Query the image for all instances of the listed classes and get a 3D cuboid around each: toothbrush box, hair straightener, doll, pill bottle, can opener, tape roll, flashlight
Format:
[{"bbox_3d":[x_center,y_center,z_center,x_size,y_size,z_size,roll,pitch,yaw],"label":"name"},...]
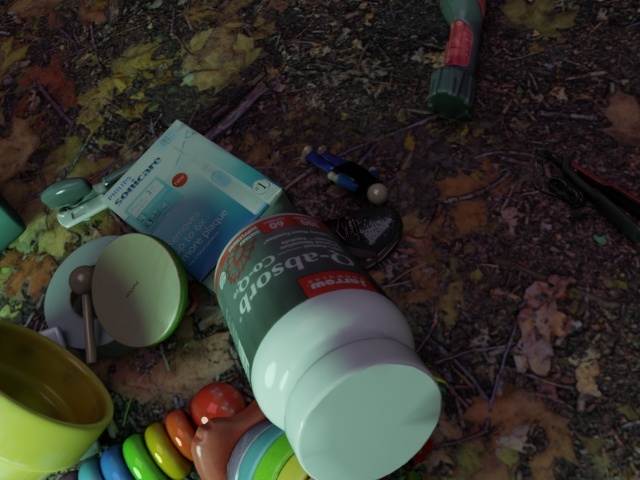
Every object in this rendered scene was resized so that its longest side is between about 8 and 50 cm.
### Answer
[{"bbox_3d":[-0.219,-0.058,1.107,0.296,0.126,0.216,35,77,29],"label":"toothbrush box"},{"bbox_3d":[0.428,-0.074,0.972,0.089,0.047,0.230,-39,60,-6],"label":"hair straightener"},{"bbox_3d":[0.052,-0.120,1.079,0.189,0.129,0.046,37,122,38],"label":"doll"},{"bbox_3d":[-0.005,0.122,0.787,0.210,0.210,0.363,-35,33,-3],"label":"pill bottle"},{"bbox_3d":[-0.421,-0.114,1.219,0.281,0.093,0.074,-26,59,-3],"label":"can opener"},{"bbox_3d":[-0.391,0.103,1.105,0.219,0.072,0.219,-7,62,12],"label":"tape roll"},{"bbox_3d":[0.260,-0.381,1.145,0.103,0.103,0.304,7,65,18],"label":"flashlight"}]

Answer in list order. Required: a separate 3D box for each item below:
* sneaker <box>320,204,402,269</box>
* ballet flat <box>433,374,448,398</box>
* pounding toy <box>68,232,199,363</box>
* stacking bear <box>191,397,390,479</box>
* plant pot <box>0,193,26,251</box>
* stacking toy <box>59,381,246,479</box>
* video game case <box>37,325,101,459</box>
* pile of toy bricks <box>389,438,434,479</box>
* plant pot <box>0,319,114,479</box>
[{"bbox_3d":[0.000,0.000,0.991,0.281,0.162,0.106,-27,60,2],"label":"sneaker"},{"bbox_3d":[0.075,0.216,0.917,0.231,0.077,0.077,-13,45,12],"label":"ballet flat"},{"bbox_3d":[-0.294,0.089,1.003,0.237,0.110,0.182,-23,80,24],"label":"pounding toy"},{"bbox_3d":[-0.009,0.321,0.774,0.175,0.164,0.289,-24,21,-37],"label":"stacking bear"},{"bbox_3d":[-0.792,-0.017,1.151,0.334,0.341,0.341,-41,60,-15],"label":"plant pot"},{"bbox_3d":[-0.259,0.339,0.926,0.330,0.141,0.141,-37,60,-12],"label":"stacking toy"},{"bbox_3d":[-0.502,0.283,0.991,0.206,0.026,0.226,-20,83,-16],"label":"video game case"},{"bbox_3d":[0.118,0.366,0.823,0.105,0.118,0.212,12,50,-16],"label":"pile of toy bricks"},{"bbox_3d":[-0.476,0.281,0.867,0.254,0.254,0.239,36,88,28],"label":"plant pot"}]
